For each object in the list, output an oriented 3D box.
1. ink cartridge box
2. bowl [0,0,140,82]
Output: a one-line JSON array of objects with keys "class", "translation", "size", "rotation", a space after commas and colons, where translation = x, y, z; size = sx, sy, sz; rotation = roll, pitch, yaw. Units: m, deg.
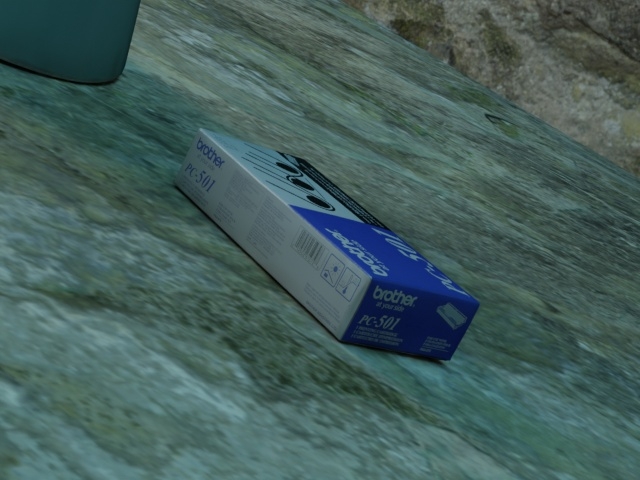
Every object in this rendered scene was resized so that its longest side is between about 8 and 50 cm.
[{"class": "ink cartridge box", "translation": [0.000, 0.000, 1.012], "size": [0.097, 0.046, 0.207], "rotation": [14, 19, -42]}, {"class": "bowl", "translation": [-0.247, -0.274, 1.226], "size": [0.311, 0.163, 0.311], "rotation": [31, 18, -11]}]
